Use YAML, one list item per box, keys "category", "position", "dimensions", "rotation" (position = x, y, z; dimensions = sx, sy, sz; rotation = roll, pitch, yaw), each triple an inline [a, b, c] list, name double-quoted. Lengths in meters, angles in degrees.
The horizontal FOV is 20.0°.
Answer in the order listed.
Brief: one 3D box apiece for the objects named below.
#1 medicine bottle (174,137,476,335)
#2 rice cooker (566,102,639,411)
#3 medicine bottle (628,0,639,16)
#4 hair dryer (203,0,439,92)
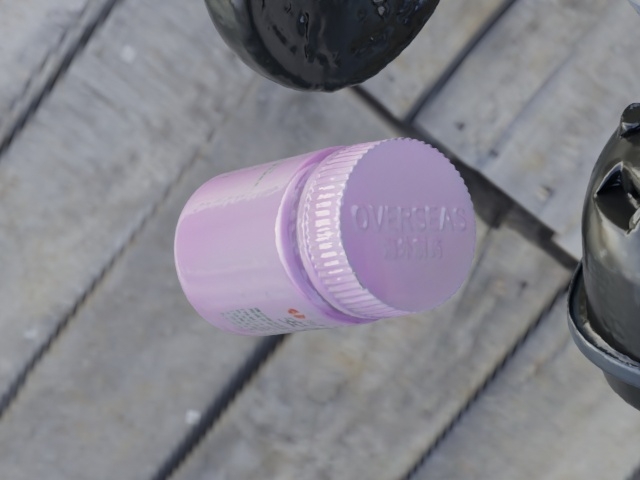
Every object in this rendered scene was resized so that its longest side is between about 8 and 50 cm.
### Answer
- category: "medicine bottle"
  position: [0.000, 0.000, 1.803]
  dimensions: [0.290, 0.178, 0.178]
  rotation: [-10, 75, 53]
- category: "rice cooker"
  position: [0.322, 0.006, 1.416]
  dimensions: [0.267, 0.224, 0.267]
  rotation: [-5, 40, 4]
- category: "medicine bottle"
  position: [0.260, -0.157, 1.168]
  dimensions: [0.102, 0.186, 0.103]
  rotation: [-17, 56, 26]
- category: "hair dryer"
  position: [-0.023, -0.228, 0.897]
  dimensions: [0.284, 0.156, 0.320]
  rotation: [-28, 43, -28]
